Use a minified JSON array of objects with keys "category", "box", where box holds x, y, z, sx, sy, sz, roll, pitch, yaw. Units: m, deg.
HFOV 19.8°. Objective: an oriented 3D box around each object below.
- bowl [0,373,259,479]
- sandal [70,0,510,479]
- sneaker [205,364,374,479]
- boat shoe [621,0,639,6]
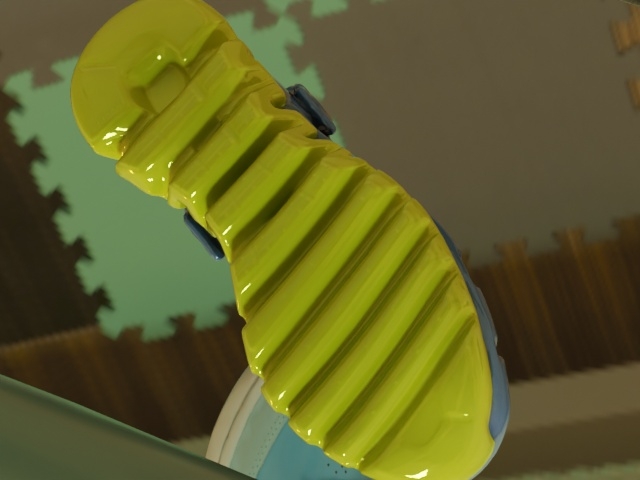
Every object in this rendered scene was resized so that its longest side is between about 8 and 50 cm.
[{"category":"bowl","box":[-0.074,0.186,0.568,0.163,0.311,0.311,2,122,6]},{"category":"sandal","box":[0.000,0.000,0.974,0.126,0.138,0.317,-40,63,11]},{"category":"sneaker","box":[0.019,0.219,1.017,0.127,0.208,0.319,2,102,-32]},{"category":"boat shoe","box":[0.285,-0.241,1.126,0.324,0.120,0.122,-22,139,-19]}]
